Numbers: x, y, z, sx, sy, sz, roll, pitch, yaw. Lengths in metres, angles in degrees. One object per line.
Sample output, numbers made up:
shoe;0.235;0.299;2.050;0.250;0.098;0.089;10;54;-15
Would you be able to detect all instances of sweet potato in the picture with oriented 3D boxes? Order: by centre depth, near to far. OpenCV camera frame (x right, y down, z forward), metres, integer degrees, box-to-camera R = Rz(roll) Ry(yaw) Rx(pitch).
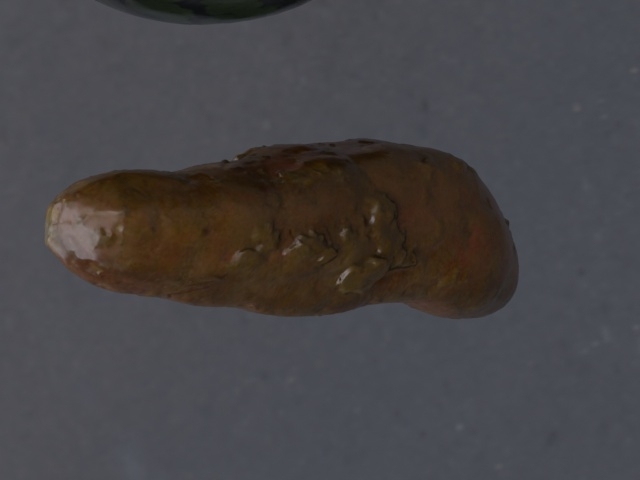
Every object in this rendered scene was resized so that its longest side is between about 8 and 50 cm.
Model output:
sweet potato;0.012;-0.008;1.044;0.106;0.355;0.095;-43;59;29

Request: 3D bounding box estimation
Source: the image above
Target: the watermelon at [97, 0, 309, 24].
watermelon;-0.052;-0.196;0.838;0.212;0.212;0.212;15;110;46
